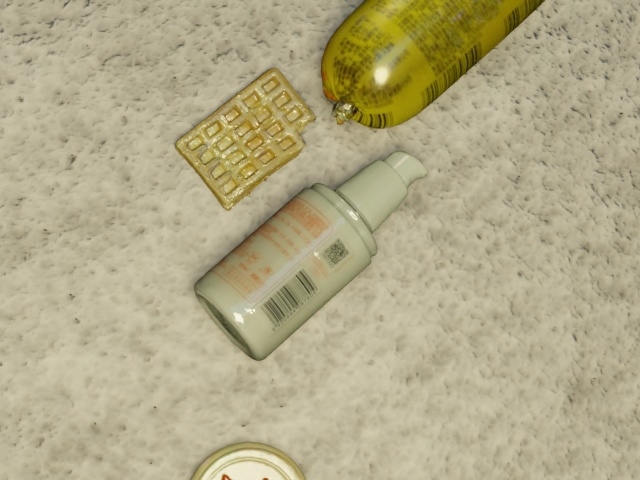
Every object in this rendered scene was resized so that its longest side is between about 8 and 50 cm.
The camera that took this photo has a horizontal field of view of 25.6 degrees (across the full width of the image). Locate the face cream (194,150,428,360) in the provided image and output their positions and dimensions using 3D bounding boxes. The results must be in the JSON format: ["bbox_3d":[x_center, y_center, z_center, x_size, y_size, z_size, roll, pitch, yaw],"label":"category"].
[{"bbox_3d":[0.000,0.000,1.369,0.251,0.101,0.101,-42,87,-13],"label":"face cream"}]

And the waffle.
[{"bbox_3d":[-0.070,-0.104,1.421,0.135,0.021,0.092,-38,85,-11],"label":"waffle"}]

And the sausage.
[{"bbox_3d":[0.131,-0.236,1.419,0.347,0.123,0.123,-42,87,-13],"label":"sausage"}]

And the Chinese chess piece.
[{"bbox_3d":[-0.068,0.252,1.338,0.122,0.051,0.122,1,79,-8],"label":"Chinese chess piece"}]
